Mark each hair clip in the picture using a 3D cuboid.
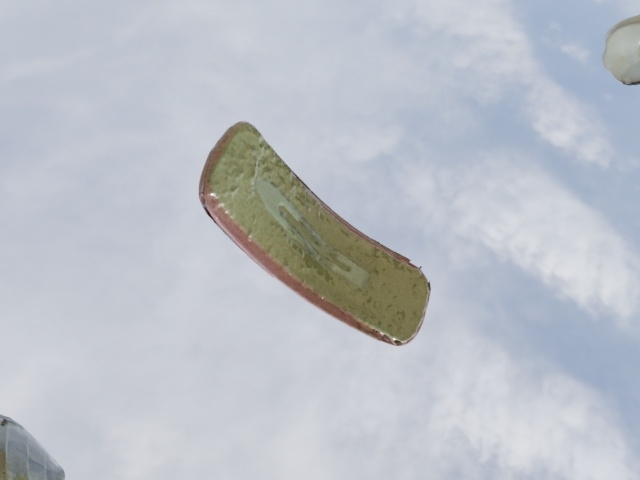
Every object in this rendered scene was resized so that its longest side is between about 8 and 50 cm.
[{"bbox_3d":[-0.001,0.000,0.339,0.137,0.022,0.054,38,-124,-22],"label":"hair clip"}]

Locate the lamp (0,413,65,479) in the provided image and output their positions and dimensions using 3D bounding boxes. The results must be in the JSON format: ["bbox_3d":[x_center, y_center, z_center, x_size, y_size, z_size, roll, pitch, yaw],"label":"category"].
[{"bbox_3d":[-0.307,0.256,0.547,0.233,0.233,0.265,-9,-98,-22],"label":"lamp"}]

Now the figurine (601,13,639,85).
[{"bbox_3d":[0.282,-0.185,0.440,0.140,0.193,0.265,37,-123,-5],"label":"figurine"}]
